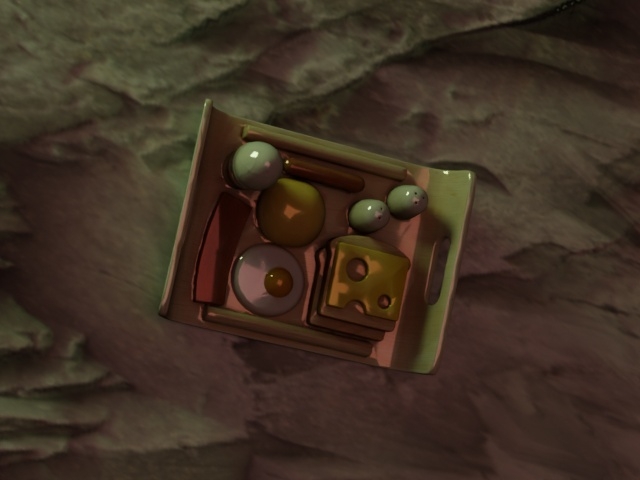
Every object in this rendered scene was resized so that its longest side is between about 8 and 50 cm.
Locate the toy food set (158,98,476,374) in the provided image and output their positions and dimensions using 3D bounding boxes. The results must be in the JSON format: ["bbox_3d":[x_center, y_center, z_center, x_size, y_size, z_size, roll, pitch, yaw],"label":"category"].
[{"bbox_3d":[0.000,0.000,1.772,0.306,0.092,0.219,14,81,-19],"label":"toy food set"}]
